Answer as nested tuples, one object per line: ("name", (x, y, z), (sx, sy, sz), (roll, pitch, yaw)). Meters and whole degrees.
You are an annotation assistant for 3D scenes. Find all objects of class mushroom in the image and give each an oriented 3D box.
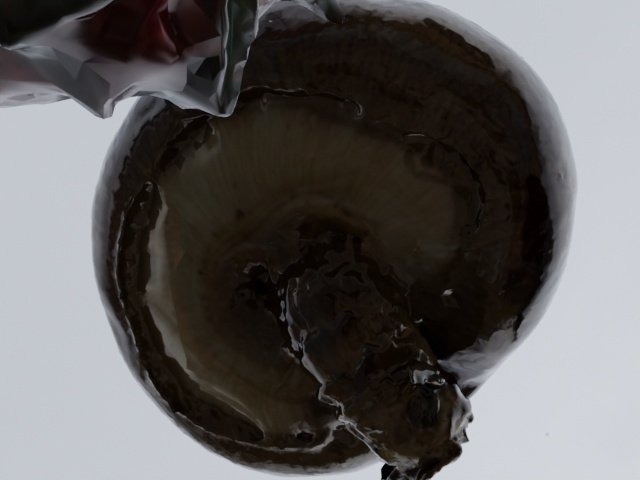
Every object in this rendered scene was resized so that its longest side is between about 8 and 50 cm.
("mushroom", (0.010, 0.002, 0.936), (0.297, 0.163, 0.278), (-42, -106, 31))

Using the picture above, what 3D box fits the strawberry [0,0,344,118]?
("strawberry", (-0.105, -0.176, 0.422), (0.288, 0.250, 0.238), (28, -132, 28))
